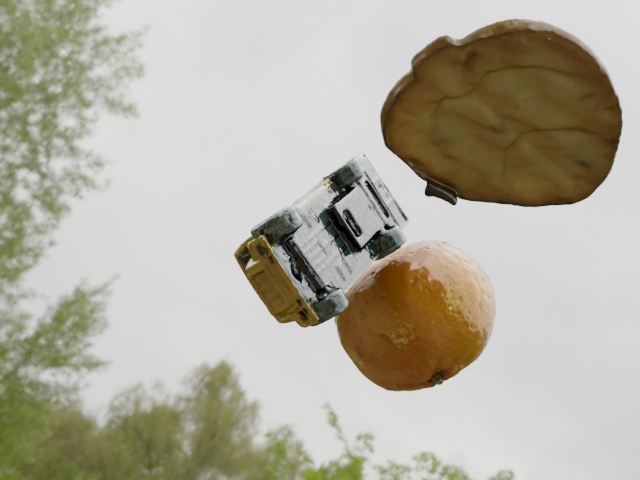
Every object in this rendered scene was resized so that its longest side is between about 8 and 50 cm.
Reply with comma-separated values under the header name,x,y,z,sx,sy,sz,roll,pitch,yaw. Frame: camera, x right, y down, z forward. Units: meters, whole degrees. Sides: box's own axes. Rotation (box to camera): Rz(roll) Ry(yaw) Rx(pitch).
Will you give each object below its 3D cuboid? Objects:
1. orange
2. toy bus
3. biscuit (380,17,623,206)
name,x,y,z,sx,sy,sz,roll,pitch,yaw
orange,0.128,0.102,1.369,0.219,0.219,0.193,-26,-106,57
toy bus,0.000,0.000,1.159,0.123,0.335,0.121,-29,-84,28
biscuit,0.174,-0.103,0.926,0.203,0.041,0.260,-35,-47,27
